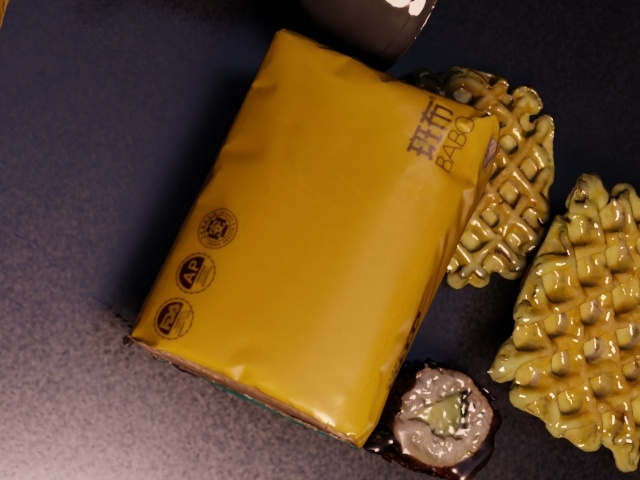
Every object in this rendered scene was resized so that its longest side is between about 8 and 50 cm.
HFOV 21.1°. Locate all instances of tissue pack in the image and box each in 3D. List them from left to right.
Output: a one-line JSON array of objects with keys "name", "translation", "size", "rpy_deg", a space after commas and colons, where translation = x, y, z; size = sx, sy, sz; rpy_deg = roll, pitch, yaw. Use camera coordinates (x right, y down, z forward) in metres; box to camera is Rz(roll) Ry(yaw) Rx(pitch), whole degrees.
[{"name": "tissue pack", "translation": [0.000, 0.000, 1.286], "size": [0.192, 0.134, 0.271], "rpy_deg": [22, 78, 10]}]

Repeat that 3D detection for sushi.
[{"name": "sushi", "translation": [0.082, 0.145, 1.349], "size": [0.094, 0.084, 0.098], "rpy_deg": [41, 80, -14]}]

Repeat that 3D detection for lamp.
[{"name": "lamp", "translation": [-0.030, -0.240, 1.311], "size": [0.227, 0.172, 0.147], "rpy_deg": [22, 114, -19]}]

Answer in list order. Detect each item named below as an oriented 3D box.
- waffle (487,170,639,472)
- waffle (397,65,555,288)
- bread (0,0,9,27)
[{"name": "waffle", "translation": [0.244, 0.066, 1.414], "size": [0.204, 0.054, 0.223], "rpy_deg": [31, 79, -24]}, {"name": "waffle", "translation": [0.112, -0.052, 1.401], "size": [0.169, 0.036, 0.183], "rpy_deg": [3, 82, -14]}, {"name": "bread", "translation": [-0.336, -0.209, 1.239], "size": [0.234, 0.110, 0.184], "rpy_deg": [12, 85, -14]}]
